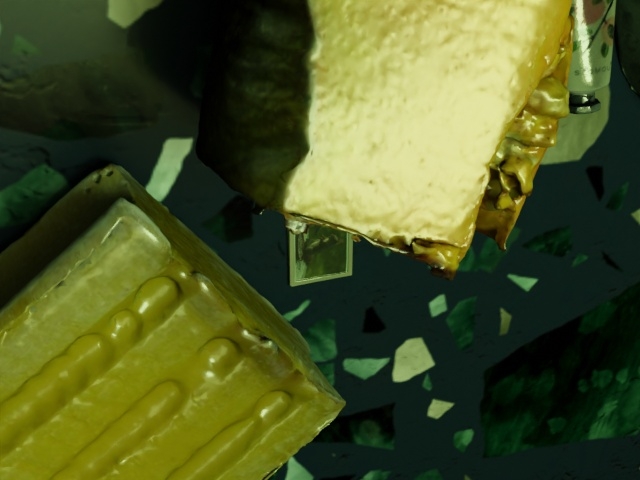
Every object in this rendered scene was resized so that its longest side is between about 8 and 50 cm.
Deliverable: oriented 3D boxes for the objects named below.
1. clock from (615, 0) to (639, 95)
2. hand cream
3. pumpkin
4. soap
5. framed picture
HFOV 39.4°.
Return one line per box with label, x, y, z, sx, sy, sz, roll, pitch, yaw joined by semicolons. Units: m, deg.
clock;0.431;-0.251;0.864;0.312;0.061;0.313;-10;119;-18
hand cream;0.240;-0.232;0.809;0.080;0.050;0.234;-11;114;-12
pumpkin;0.051;-0.117;0.655;0.256;0.303;0.226;27;99;12
soap;-0.192;0.146;0.762;0.335;0.156;0.293;-43;120;4
framed picture;0.000;0.000;0.851;0.066;0.007;0.089;-9;119;-18
